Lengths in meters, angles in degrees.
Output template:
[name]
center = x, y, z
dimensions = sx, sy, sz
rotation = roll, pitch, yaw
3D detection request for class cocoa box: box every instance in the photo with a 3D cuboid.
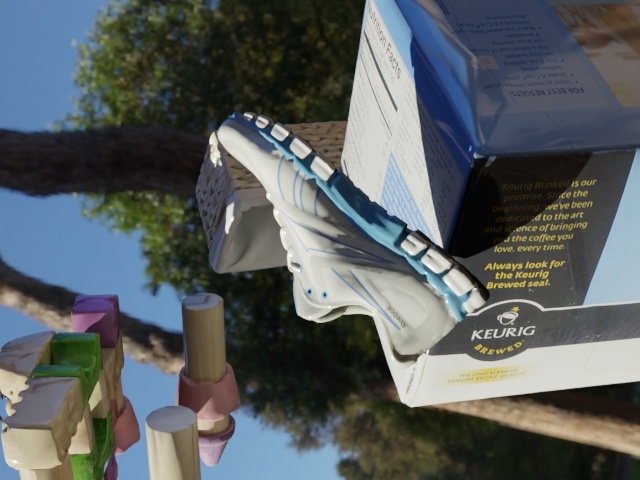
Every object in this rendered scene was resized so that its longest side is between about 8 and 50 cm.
[cocoa box]
center = 0.210, -0.052, 0.768
dimensions = 0.231, 0.347, 0.228
rotation = -109, 20, -45

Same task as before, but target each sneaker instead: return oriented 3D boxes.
[sneaker]
center = 0.000, 0.000, 0.618
dimensions = 0.083, 0.191, 0.071
rotation = -50, -18, 2

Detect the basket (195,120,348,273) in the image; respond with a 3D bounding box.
[basket]
center = -0.033, -0.046, 1.061
dimensions = 0.113, 0.167, 0.103
rotation = 114, 142, -48

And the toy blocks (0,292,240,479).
[toy blocks]
center = -0.236, 0.218, 0.992
dimensions = 0.288, 0.309, 0.260
rotation = -87, -3, -67

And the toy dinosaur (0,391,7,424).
[toy dinosaur]
center = -0.471, 0.231, 1.473
dimensions = 0.090, 0.047, 0.082
rotation = 58, -162, 7
